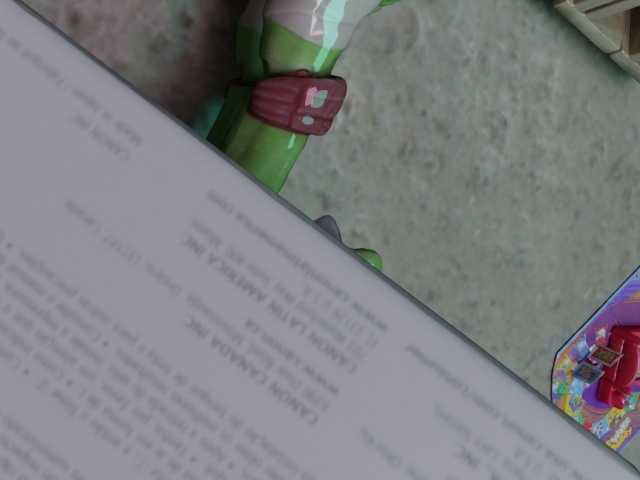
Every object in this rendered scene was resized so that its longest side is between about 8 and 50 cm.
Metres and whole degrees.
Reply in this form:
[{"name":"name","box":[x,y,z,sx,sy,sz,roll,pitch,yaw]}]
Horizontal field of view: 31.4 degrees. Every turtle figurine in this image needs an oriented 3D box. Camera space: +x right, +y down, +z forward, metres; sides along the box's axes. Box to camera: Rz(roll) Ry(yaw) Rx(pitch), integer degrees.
[{"name":"turtle figurine","box":[0.000,0.000,0.583,0.198,0.274,0.266,10,99,-70]}]

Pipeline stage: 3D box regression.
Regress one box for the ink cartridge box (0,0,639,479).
[{"name":"ink cartridge box","box":[-0.119,0.146,0.411,0.308,0.091,0.385,37,83,5]}]

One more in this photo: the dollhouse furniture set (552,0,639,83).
[{"name":"dollhouse furniture set","box":[0.247,-0.212,0.729,0.129,0.129,0.184,30,60,-37]}]

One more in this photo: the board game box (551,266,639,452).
[{"name":"board game box","box":[0.253,0.096,0.877,0.168,0.033,0.133,-43,124,-12]}]
